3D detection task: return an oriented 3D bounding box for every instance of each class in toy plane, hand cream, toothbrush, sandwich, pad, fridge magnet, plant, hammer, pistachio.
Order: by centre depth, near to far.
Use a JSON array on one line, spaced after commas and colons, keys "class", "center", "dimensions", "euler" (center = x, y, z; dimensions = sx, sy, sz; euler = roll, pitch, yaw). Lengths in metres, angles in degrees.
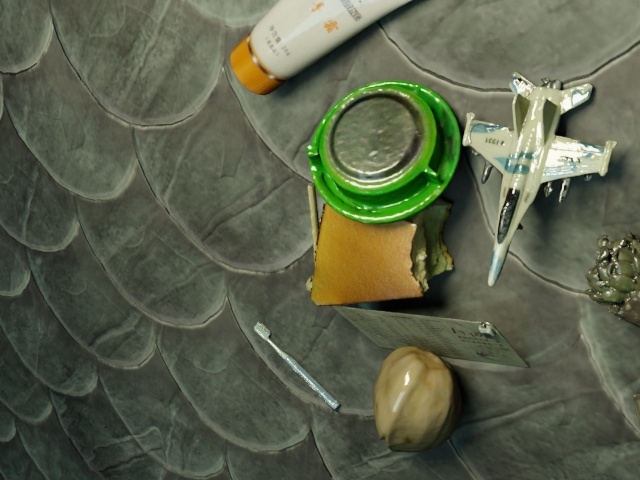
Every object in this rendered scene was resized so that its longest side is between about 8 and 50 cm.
[{"class": "plant", "center": [0.384, 0.053, 0.882], "dimensions": [0.143, 0.094, 0.092], "euler": [35, 145, 7]}, {"class": "toy plane", "center": [0.251, -0.071, 0.915], "dimensions": [0.192, 0.088, 0.262], "euler": [20, 109, 34]}, {"class": "fridge magnet", "center": [0.082, -0.122, 0.985], "dimensions": [0.208, 0.088, 0.208], "euler": [-6, 69, 17]}, {"class": "hand cream", "center": [0.007, -0.311, 1.015], "dimensions": [0.314, 0.089, 0.139], "euler": [-34, 91, 36]}, {"class": "sandwich", "center": [0.092, 0.027, 1.090], "dimensions": [0.186, 0.108, 0.220], "euler": [29, 127, 26]}, {"class": "pad", "center": [0.159, 0.145, 1.095], "dimensions": [0.265, 0.009, 0.159], "euler": [3, 152, 38]}, {"class": "pistachio", "center": [0.145, 0.252, 1.144], "dimensions": [0.138, 0.153, 0.238], "euler": [42, 163, 27]}, {"class": "hammer", "center": [0.000, 0.000, 1.212], "dimensions": [0.060, 0.028, 0.195], "euler": [8, 115, 31]}, {"class": "toothbrush", "center": [-0.045, 0.231, 1.371], "dimensions": [0.219, 0.016, 0.019], "euler": [44, 124, 15]}]

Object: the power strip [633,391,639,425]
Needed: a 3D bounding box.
[{"class": "power strip", "center": [0.533, 0.283, 0.871], "dimensions": [0.257, 0.092, 0.251], "euler": [-17, 92, 44]}]
